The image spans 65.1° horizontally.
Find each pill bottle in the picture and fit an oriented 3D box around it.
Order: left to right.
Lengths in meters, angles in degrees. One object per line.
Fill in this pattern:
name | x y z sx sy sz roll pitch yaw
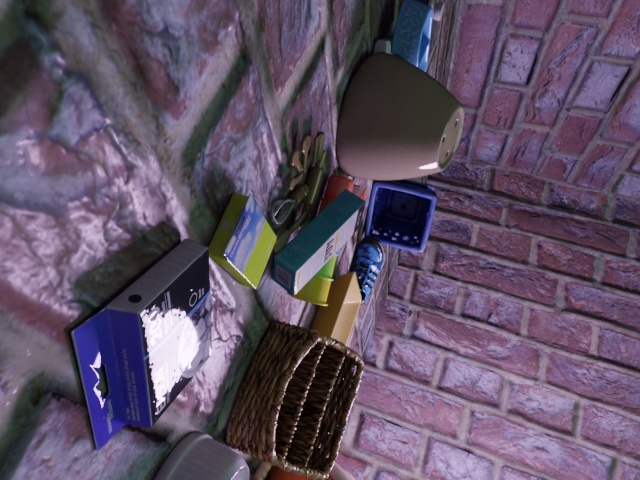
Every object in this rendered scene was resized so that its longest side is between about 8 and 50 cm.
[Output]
pill bottle | 0.299 -0.681 1.475 0.067 0.120 0.066 16 90 -75

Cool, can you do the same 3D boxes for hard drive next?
hard drive | 0.198 -0.486 1.473 0.318 0.040 0.210 -48 150 -58

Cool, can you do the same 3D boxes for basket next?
basket | -0.046 0.351 1.119 0.213 0.223 0.298 73 37 -64

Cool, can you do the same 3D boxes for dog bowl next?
dog bowl | 0.258 -0.531 1.417 0.297 0.074 0.165 82 28 -58

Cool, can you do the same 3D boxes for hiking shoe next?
hiking shoe | 0.167 0.128 1.862 0.132 0.113 0.303 -56 157 -52

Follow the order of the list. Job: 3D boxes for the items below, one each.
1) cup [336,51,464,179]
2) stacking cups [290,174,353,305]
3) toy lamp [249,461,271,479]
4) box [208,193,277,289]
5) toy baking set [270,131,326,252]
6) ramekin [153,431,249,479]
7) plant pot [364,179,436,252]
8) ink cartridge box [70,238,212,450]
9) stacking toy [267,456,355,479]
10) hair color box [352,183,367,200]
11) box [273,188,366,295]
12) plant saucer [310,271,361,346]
cup | 0.225 -0.289 1.286 0.331 0.237 0.330 -44 147 -40
stacking cups | 0.014 -0.003 1.218 0.096 0.096 0.315 23 82 -75
toy lamp | -0.150 0.588 1.284 0.275 0.080 0.080 -45 148 -66
box | -0.125 0.003 0.815 0.178 0.043 0.108 67 40 -67
toy baking set | -0.047 -0.104 1.022 0.197 0.030 0.255 -5 111 -71
ramekin | -0.207 0.448 0.860 0.207 0.109 0.206 16 90 -76
plant pot | 0.311 -0.116 1.919 0.212 0.236 0.235 -55 157 -65
ink cartridge box | -0.211 0.135 0.642 0.208 0.045 0.206 -51 154 -53
stacking toy | -0.118 0.822 1.367 0.480 0.351 0.350 -41 149 -31
hair color box | 0.071 -0.106 1.351 0.141 0.072 0.043 -53 154 -52
box | 0.000 0.000 1.087 0.244 0.060 0.100 -45 160 -31
plant saucer | 0.036 0.288 1.627 0.332 0.081 0.332 68 40 -66
